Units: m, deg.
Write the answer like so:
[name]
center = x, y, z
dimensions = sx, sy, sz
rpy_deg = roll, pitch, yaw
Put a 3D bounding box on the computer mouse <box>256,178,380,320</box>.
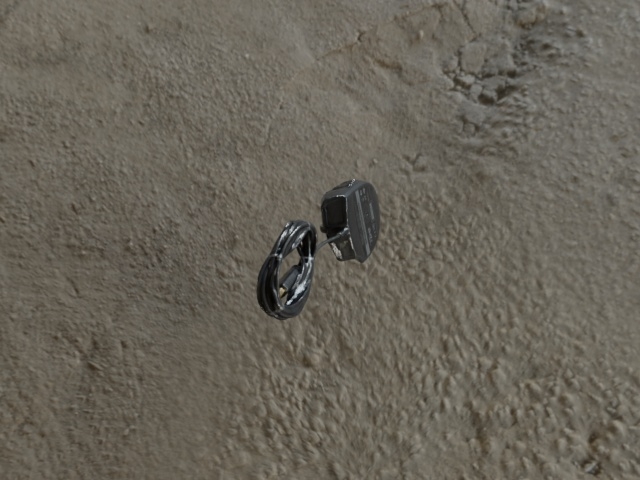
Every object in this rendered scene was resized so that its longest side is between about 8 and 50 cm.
[computer mouse]
center = 0.000, 0.000, 0.455
dimensions = 0.041, 0.242, 0.071
rpy_deg = -5, 104, 23
